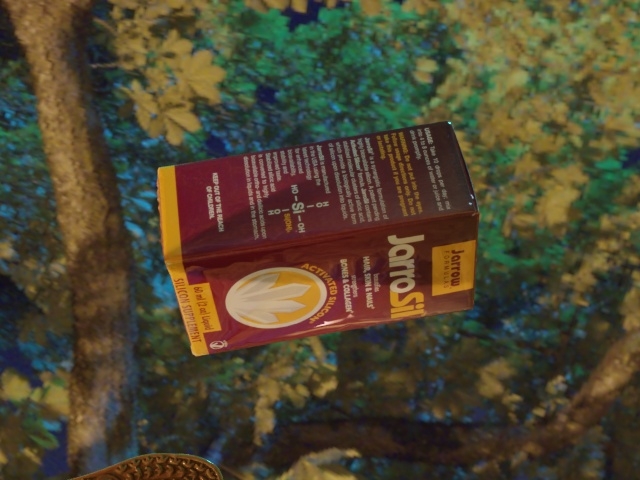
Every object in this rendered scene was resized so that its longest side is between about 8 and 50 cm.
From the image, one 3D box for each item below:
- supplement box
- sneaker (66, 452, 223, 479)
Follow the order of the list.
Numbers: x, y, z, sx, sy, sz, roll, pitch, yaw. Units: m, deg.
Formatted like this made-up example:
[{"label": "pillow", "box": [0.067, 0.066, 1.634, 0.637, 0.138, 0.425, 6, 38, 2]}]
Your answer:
[{"label": "supplement box", "box": [0.000, 0.000, 0.713, 0.188, 0.080, 0.104, -9, -39, -1]}, {"label": "sneaker", "box": [-0.190, 0.252, 1.089, 0.192, 0.064, 0.086, -10, -20, -9]}]
